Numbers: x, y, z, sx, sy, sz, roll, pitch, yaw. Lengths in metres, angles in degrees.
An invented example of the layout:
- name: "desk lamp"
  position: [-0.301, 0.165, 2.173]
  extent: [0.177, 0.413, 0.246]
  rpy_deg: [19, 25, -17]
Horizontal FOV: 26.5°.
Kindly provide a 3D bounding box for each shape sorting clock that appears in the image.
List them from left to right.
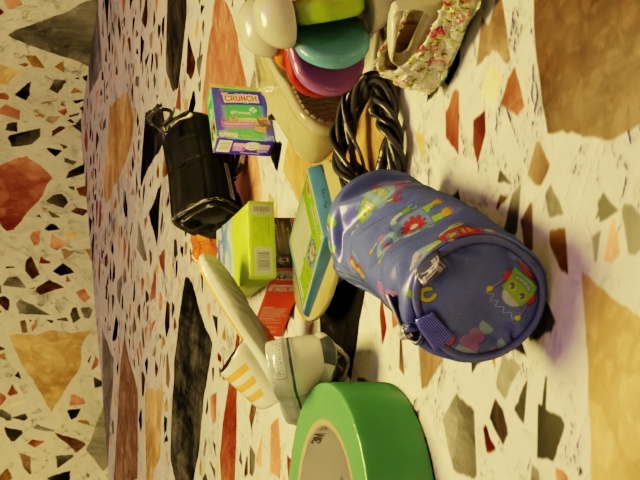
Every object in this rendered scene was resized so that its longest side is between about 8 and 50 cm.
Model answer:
- name: "shape sorting clock"
  position: [0.000, 0.000, 1.723]
  extent: [0.206, 0.040, 0.206]
  rpy_deg: [-176, 90, -76]

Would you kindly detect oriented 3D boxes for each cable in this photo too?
- name: "cable"
  position: [0.052, -0.118, 1.547]
  extent: [0.150, 0.047, 0.184]
  rpy_deg: [120, 148, -58]

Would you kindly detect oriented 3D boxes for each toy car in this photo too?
- name: "toy car"
  position: [-0.001, -0.231, 1.554]
  extent: [0.182, 0.159, 0.136]
  rpy_deg: [180, 78, -73]

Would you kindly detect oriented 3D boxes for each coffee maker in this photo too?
- name: "coffee maker"
  position: [-0.203, -0.106, 2.189]
  extent: [0.120, 0.171, 0.178]
  rpy_deg: [-46, 45, 43]

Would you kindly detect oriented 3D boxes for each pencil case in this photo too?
- name: "pencil case"
  position: [0.094, 0.020, 1.257]
  extent: [0.119, 0.133, 0.306]
  rpy_deg: [61, 173, -19]

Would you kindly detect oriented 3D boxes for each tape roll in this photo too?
- name: "tape roll"
  position: [0.040, 0.318, 1.510]
  extent: [0.321, 0.077, 0.321]
  rpy_deg: [-179, 90, -73]

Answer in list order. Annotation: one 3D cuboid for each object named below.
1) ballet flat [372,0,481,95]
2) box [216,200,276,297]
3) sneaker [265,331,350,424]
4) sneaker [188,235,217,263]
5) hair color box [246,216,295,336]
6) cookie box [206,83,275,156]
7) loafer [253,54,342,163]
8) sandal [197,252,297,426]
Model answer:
- name: "ballet flat"
  position: [0.111, -0.233, 1.306]
  extent: [0.241, 0.077, 0.091]
  rpy_deg: [110, 156, -45]
- name: "box"
  position: [-0.104, 0.018, 1.882]
  extent: [0.178, 0.042, 0.109]
  rpy_deg: [145, 124, -69]
- name: "sneaker"
  position: [-0.007, 0.172, 1.663]
  extent: [0.258, 0.091, 0.094]
  rpy_deg: [70, -167, -77]
- name: "sneaker"
  position: [-0.193, 0.003, 2.338]
  extent: [0.175, 0.064, 0.067]
  rpy_deg: [-131, 55, -62]
- name: "hair color box"
  position: [-0.067, 0.053, 1.924]
  extent: [0.167, 0.053, 0.093]
  rpy_deg: [110, 155, -50]
- name: "cookie box"
  position: [-0.122, -0.183, 2.059]
  extent: [0.040, 0.092, 0.107]
  rpy_deg: [116, 150, -50]
- name: "loafer"
  position: [-0.035, -0.197, 1.751]
  extent: [0.268, 0.102, 0.092]
  rpy_deg: [-109, 32, -48]
- name: "sandal"
  position: [-0.107, 0.142, 1.813]
  extent: [0.265, 0.076, 0.102]
  rpy_deg: [58, -170, -4]
